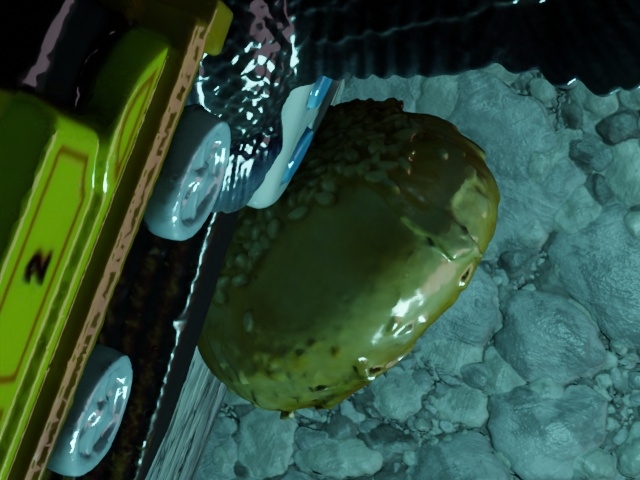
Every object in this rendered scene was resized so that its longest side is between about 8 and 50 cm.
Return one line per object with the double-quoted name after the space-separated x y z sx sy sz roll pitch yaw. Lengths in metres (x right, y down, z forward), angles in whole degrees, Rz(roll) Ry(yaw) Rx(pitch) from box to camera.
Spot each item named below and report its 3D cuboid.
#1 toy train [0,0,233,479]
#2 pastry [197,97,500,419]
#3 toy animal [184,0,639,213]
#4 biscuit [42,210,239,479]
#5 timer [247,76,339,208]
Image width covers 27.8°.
-0.097 0.001 0.351 0.127 0.089 0.219 23 89 -78 "toy train"
0.000 0.000 1.106 0.316 0.184 0.284 -31 -158 47 "pastry"
-0.050 -0.093 0.502 0.273 0.197 0.160 -24 -178 -18 "toy animal"
-0.091 -0.005 0.748 0.107 0.073 0.388 -69 179 -58 "biscuit"
-0.017 -0.164 0.946 0.237 0.087 0.262 -67 178 -45 "timer"
